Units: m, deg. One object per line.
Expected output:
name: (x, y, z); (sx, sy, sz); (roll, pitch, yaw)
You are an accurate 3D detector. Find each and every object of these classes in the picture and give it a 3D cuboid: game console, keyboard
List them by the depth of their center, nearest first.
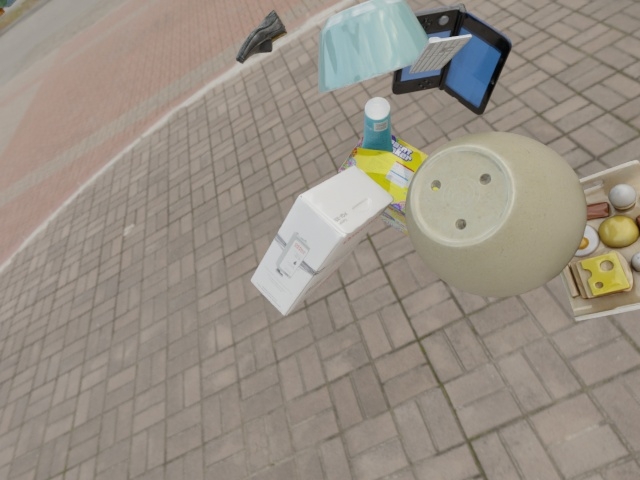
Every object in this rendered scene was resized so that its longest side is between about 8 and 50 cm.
keyboard: (0.227, -0.361, 0.850); (0.072, 0.014, 0.256); (-1, 10, 4)
game console: (0.353, -0.488, 1.233); (0.250, 0.293, 0.173); (-11, 66, -1)

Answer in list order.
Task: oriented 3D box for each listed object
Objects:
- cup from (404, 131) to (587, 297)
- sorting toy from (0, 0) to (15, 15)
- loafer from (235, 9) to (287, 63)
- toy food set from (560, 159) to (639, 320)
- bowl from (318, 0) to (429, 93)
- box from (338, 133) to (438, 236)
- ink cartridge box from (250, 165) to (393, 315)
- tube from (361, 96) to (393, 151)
cup: (0.288, -0.060, 0.788); (0.331, 0.237, 0.330); (-4, 82, 33)
sorting toy: (-0.821, -0.564, 1.040); (0.208, 0.038, 0.193); (-17, 26, 22)
loafer: (-0.138, -0.474, 1.029); (0.170, 0.061, 0.062); (-57, 22, -20)
toy food set: (0.602, 0.002, 0.905); (0.220, 0.092, 0.306); (-22, 57, 30)
bowl: (0.118, -0.495, 1.082); (0.312, 0.163, 0.311); (-17, 20, 6)
box: (0.230, -0.158, 1.302); (0.290, 0.279, 0.177); (34, 86, 12)
ink cartridge box: (0.000, 0.000, 0.911); (0.117, 0.283, 0.207); (44, 43, 10)
tube: (0.130, -0.248, 0.987); (0.080, 0.207, 0.052); (14, 79, 10)
